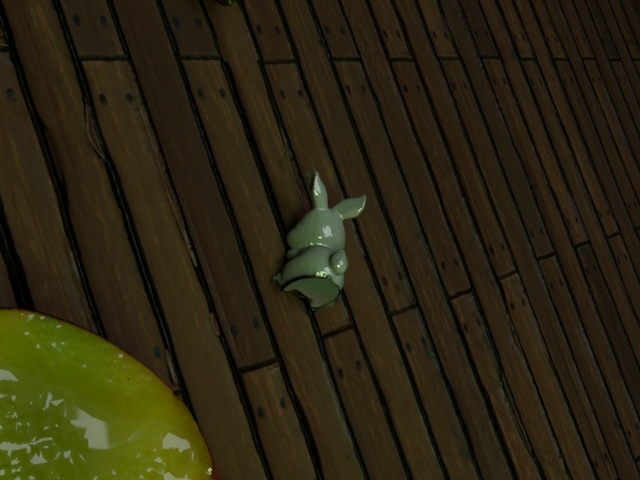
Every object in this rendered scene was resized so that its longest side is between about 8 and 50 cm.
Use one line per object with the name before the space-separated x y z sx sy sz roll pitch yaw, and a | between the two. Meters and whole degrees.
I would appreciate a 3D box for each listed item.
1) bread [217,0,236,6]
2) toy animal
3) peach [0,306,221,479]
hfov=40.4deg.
bread | -0.135 -0.351 0.932 0.172 0.103 0.132 36 56 -34
toy animal | -0.003 0.003 0.925 0.071 0.085 0.124 21 50 -18
peach | -0.180 0.146 0.603 0.267 0.158 0.154 23 55 -24
